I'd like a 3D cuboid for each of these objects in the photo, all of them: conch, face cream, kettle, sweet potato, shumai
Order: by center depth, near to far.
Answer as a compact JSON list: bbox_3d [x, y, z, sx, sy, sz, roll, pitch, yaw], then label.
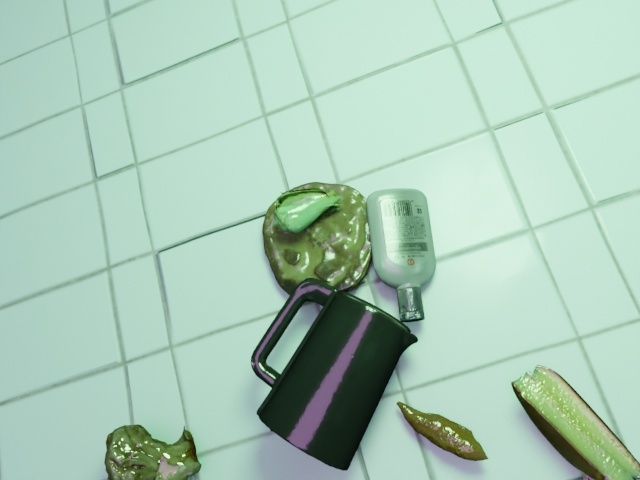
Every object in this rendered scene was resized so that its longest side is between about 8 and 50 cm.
[{"bbox_3d":[0.243,0.384,1.173,0.206,0.060,0.068,25,45,20],"label":"sweet potato"},{"bbox_3d":[0.017,0.267,1.202,0.262,0.203,0.308,20,76,44],"label":"kettle"},{"bbox_3d":[-0.354,0.476,1.249,0.175,0.166,0.206,-22,95,-2],"label":"shumai"},{"bbox_3d":[0.183,0.030,1.264,0.143,0.071,0.291,-4,74,-10],"label":"face cream"},{"bbox_3d":[-0.037,-0.082,1.319,0.170,0.079,0.106,-26,71,-12],"label":"conch"}]

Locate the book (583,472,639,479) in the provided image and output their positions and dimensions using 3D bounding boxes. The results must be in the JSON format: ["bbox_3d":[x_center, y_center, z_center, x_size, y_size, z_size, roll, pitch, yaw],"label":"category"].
[{"bbox_3d":[0.596,0.620,1.031,0.262,0.028,0.374,6,76,14],"label":"book"}]

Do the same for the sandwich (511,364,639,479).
[{"bbox_3d":[0.478,0.352,1.100,0.094,0.096,0.258,-38,68,-5],"label":"sandwich"}]

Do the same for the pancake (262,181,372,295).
[{"bbox_3d":[0.000,0.000,1.342,0.294,0.049,0.295,-5,71,15],"label":"pancake"}]
